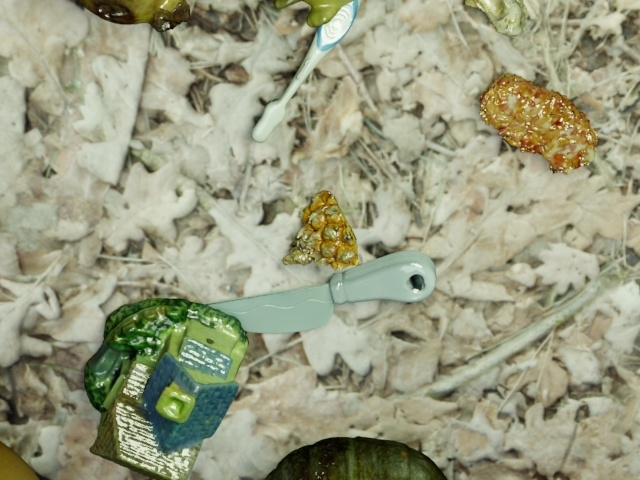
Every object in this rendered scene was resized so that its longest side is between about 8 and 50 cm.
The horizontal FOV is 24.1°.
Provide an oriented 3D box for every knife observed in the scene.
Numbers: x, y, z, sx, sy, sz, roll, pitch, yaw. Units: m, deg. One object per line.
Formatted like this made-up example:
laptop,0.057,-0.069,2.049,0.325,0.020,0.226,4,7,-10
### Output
knife,-0.005,0.082,2.002,0.331,0.044,0.080,-14,120,12

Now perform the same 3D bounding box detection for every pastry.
pastry,0.276,-0.155,1.889,0.169,0.063,0.087,32,118,-19

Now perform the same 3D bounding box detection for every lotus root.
lotus root,-0.248,-0.347,1.761,0.145,0.128,0.260,-40,110,5

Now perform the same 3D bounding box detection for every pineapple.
pineapple,0.000,0.000,1.958,0.114,0.077,0.114,-26,77,22

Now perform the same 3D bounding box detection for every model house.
model house,-0.210,0.201,1.964,0.195,0.189,0.214,28,114,-14

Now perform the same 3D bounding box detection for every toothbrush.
toothbrush,0.026,-0.276,1.842,0.040,0.040,0.386,31,109,-13

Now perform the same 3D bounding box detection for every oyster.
oyster,0.214,-0.291,1.850,0.081,0.038,0.083,-3,140,11

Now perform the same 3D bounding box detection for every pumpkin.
pumpkin,0.049,0.412,2.058,0.321,0.192,0.320,1,115,1

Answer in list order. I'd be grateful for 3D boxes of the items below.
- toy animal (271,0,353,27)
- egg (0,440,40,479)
toy animal,-0.069,-0.416,1.712,0.180,0.181,0.363,-41,109,6
egg,-0.481,0.392,2.012,0.250,0.250,0.322,-36,116,14
